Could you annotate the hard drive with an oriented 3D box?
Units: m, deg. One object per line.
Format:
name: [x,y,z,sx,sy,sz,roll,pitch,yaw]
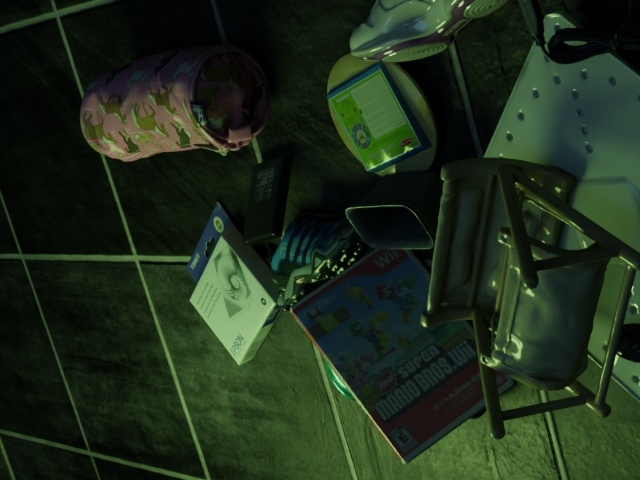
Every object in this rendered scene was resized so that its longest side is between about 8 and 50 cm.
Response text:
hard drive: [-0.087,-0.064,2.134,0.094,0.022,0.135,-14,64,53]

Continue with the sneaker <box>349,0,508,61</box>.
sneaker: [0.140,-0.332,1.712,0.305,0.114,0.152,-27,75,50]

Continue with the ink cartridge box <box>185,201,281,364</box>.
ink cartridge box: [-0.166,0.080,2.360,0.224,0.045,0.223,51,142,18]

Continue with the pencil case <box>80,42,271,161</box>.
pencil case: [-0.250,-0.224,2.195,0.386,0.167,0.160,0,143,51]

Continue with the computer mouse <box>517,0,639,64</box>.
computer mouse: [0.305,-0.329,1.484,0.184,0.060,0.262,-12,111,17]

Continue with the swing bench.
swing bench: [0.254,0.062,1.641,0.254,0.165,0.253,-119,27,-49]

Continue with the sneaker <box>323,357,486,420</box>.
sneaker: [0.116,0.204,2.029,0.295,0.124,0.178,34,154,11]

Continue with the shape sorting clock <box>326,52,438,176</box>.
shape sorting clock: [0.090,-0.179,1.896,0.206,0.040,0.206,31,136,35]

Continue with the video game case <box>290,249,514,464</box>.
video game case: [0.119,0.156,1.932,0.285,0.204,0.025,52,167,16]

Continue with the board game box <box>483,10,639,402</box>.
board game box: [0.371,-0.031,1.633,0.390,0.050,0.390,44,139,24]

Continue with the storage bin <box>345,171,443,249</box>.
storage bin: [0.123,-0.044,1.885,0.135,0.091,0.098,0,134,47]

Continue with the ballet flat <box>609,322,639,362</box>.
ballet flat: [0.431,0.130,1.590,0.173,0.049,0.057,12,92,41]

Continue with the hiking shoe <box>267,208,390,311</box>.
hiking shoe: [0.000,0.000,2.057,0.304,0.113,0.132,-41,66,46]
